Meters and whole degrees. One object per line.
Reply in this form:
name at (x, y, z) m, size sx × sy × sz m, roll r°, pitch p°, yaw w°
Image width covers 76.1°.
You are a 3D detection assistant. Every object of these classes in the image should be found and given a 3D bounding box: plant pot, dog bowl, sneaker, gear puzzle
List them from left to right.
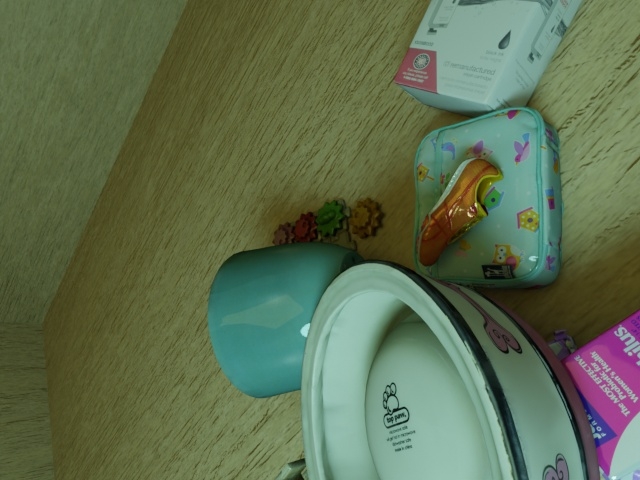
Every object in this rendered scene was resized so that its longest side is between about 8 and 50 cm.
plant pot at (-0.023, 0.135, 0.773) m, size 0.235 × 0.293 × 0.293 m, roll -16°, pitch 70°, yaw 27°
gear puzzle at (0.000, 0.000, 0.935) m, size 0.338 × 0.044 × 0.176 m, roll -23°, pitch 66°, yaw 39°
dog bowl at (0.119, 0.229, 0.490) m, size 0.408 × 0.150 × 0.409 m, roll -178°, pitch 90°, yaw -65°
sneaker at (0.197, -0.033, 0.590) m, size 0.067 × 0.064 × 0.175 m, roll 38°, pitch 111°, yaw 33°

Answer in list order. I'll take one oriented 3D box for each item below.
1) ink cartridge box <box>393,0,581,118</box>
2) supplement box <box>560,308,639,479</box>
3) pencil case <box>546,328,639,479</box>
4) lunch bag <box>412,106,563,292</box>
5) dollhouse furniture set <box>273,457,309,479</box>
ink cartridge box at (0.284, -0.362, 0.689) m, size 0.207 × 0.117 × 0.283 m, roll 36°, pitch 106°, yaw 43°
supplement box at (0.356, 0.135, 0.423) m, size 0.220 × 0.114 × 0.111 m, roll -43°, pitch 53°, yaw 16°
pencil case at (0.350, 0.215, 0.518) m, size 0.206 × 0.086 × 0.088 m, roll 60°, pitch 144°, yaw 33°
lunch bag at (0.254, -0.054, 0.656) m, size 0.224 × 0.107 × 0.280 m, roll -3°, pitch 79°, yaw 43°
dollhouse furniture set at (0.035, 0.480, 0.658) m, size 0.161 × 0.242 × 0.212 m, roll -57°, pitch 48°, yaw 19°
